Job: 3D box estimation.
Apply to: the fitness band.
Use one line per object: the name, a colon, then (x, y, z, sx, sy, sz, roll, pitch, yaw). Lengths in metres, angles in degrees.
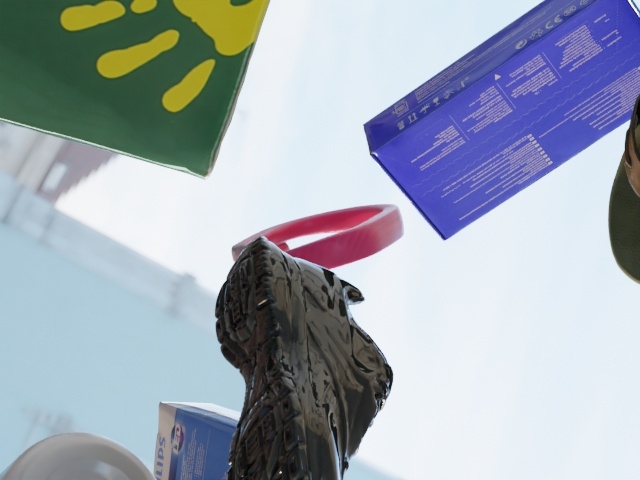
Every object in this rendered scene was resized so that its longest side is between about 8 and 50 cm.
fitness band: (0.000, 0.000, 2.260, 0.209, 0.054, 0.291, -11, -172, 22)

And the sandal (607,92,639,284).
sandal: (0.335, -0.100, 1.580, 0.120, 0.086, 0.303, 25, -69, 38)

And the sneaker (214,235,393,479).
sneaker: (0.000, 0.125, 1.248, 0.109, 0.130, 0.286, -46, -142, 43)

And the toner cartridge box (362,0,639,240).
toner cartridge box: (0.238, -0.161, 1.947, 0.348, 0.165, 0.075, -33, -147, 14)

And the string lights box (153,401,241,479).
string lights box: (-0.093, 0.263, 1.826, 0.260, 0.077, 0.133, 9, -87, 55)

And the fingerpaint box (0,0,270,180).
fingerpaint box: (-0.223, -0.214, 0.781, 0.445, 0.371, 0.163, -112, -141, -65)

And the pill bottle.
pill bottle: (-0.242, 0.270, 1.381, 0.264, 0.146, 0.146, -41, -150, 48)
